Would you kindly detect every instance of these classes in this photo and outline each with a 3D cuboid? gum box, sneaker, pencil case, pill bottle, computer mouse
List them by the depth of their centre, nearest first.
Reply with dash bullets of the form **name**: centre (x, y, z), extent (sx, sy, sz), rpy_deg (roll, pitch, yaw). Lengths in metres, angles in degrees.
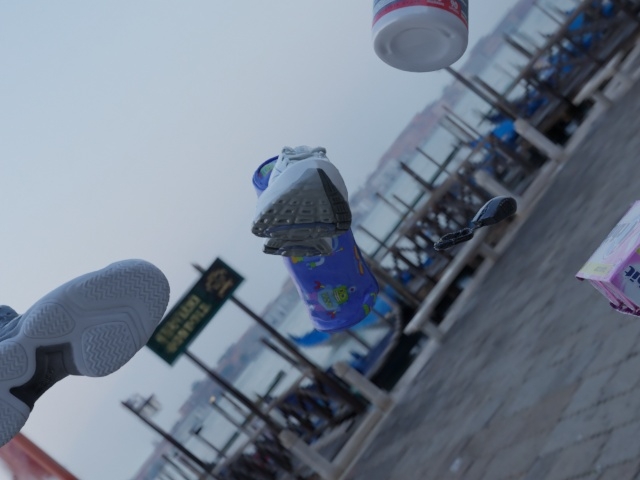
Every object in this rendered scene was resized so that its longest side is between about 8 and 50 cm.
- **gum box**: centre (0.323, 0.016, 0.966), extent (0.107, 0.062, 0.188), rpy_deg (-50, -4, 3)
- **sneaker**: centre (-0.276, 0.093, 0.983), extent (0.269, 0.101, 0.153), rpy_deg (-37, 24, -2)
- **pill bottle**: centre (0.114, -0.292, 1.101), extent (0.108, 0.108, 0.180), rpy_deg (127, 150, -61)
- **sneaker**: centre (-0.027, -0.058, 1.131), extent (0.297, 0.111, 0.129), rpy_deg (129, 142, -79)
- **pencil case**: centre (0.000, 0.000, 1.541), extent (0.133, 0.306, 0.119), rpy_deg (-13, 30, 14)
- **computer mouse**: centre (0.300, -0.039, 1.889), extent (0.071, 0.041, 0.242), rpy_deg (-8, 14, 47)
